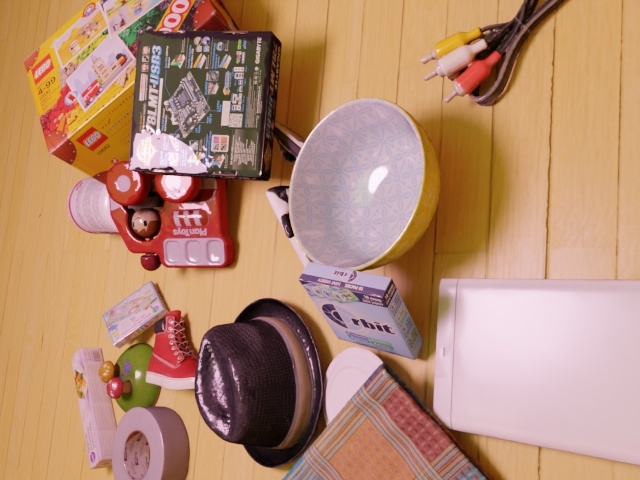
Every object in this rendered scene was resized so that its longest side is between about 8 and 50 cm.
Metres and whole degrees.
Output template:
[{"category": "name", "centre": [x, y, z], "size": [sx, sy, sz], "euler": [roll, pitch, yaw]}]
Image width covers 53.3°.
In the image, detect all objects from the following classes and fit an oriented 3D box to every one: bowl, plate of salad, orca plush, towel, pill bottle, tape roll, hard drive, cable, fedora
[{"category": "bowl", "centre": [0.099, -0.081, 1.085], "size": [0.289, 0.156, 0.289], "euler": [-10, 75, 41]}, {"category": "plate of salad", "centre": [0.073, 0.285, 1.109], "size": [0.200, 0.048, 0.199], "euler": [-6, 83, 52]}, {"category": "orca plush", "centre": [0.000, 0.000, 1.204], "size": [0.102, 0.151, 0.287], "euler": [-29, 55, 0]}, {"category": "towel", "centre": [0.082, 0.419, 1.030], "size": [0.271, 0.040, 0.370], "euler": [45, 115, 24]}, {"category": "pill bottle", "centre": [-0.531, -0.095, 1.681], "size": [0.283, 0.160, 0.160], "euler": [2, 82, 44]}, {"category": "tape roll", "centre": [-0.400, 0.500, 1.492], "size": [0.219, 0.072, 0.219], "euler": [-10, 75, 41]}, {"category": "hard drive", "centre": [0.323, 0.171, 0.896], "size": [0.353, 0.047, 0.233], "euler": [-3, 80, 43]}, {"category": "cable", "centre": [0.295, -0.328, 1.011], "size": [0.287, 0.072, 0.139], "euler": [-40, 62, 30]}, {"category": "fedora", "centre": [-0.144, 0.271, 1.233], "size": [0.334, 0.152, 0.334], "euler": [-11, 75, 45]}]

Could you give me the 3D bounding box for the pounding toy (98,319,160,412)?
[{"category": "pounding toy", "centre": [-0.492, 0.319, 1.592], "size": [0.183, 0.110, 0.236], "euler": [-13, 73, 41]}]

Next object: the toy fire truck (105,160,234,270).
[{"category": "toy fire truck", "centre": [-0.348, -0.056, 1.464], "size": [0.302, 0.169, 0.253], "euler": [-2, 93, 17]}]

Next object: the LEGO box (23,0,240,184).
[{"category": "LEGO box", "centre": [-0.446, -0.438, 1.556], "size": [0.500, 0.193, 0.372], "euler": [-37, 57, 11]}]

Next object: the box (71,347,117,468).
[{"category": "box", "centre": [-0.599, 0.439, 1.698], "size": [0.063, 0.067, 0.324], "euler": [-43, 56, 30]}]

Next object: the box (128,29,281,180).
[{"category": "box", "centre": [-0.238, -0.276, 1.305], "size": [0.293, 0.073, 0.295], "euler": [4, 89, 14]}]

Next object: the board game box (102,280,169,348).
[{"category": "board game box", "centre": [-0.467, 0.185, 1.607], "size": [0.154, 0.026, 0.103], "euler": [-36, 54, 0]}]

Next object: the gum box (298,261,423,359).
[{"category": "gum box", "centre": [0.069, 0.116, 1.043], "size": [0.157, 0.184, 0.041], "euler": [10, 57, 35]}]

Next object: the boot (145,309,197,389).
[{"category": "boot", "centre": [-0.317, 0.249, 1.461], "size": [0.244, 0.088, 0.176], "euler": [-2, 78, 47]}]

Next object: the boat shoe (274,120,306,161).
[{"category": "boat shoe", "centre": [-0.064, -0.190, 1.320], "size": [0.206, 0.075, 0.065], "euler": [42, 107, 35]}]
